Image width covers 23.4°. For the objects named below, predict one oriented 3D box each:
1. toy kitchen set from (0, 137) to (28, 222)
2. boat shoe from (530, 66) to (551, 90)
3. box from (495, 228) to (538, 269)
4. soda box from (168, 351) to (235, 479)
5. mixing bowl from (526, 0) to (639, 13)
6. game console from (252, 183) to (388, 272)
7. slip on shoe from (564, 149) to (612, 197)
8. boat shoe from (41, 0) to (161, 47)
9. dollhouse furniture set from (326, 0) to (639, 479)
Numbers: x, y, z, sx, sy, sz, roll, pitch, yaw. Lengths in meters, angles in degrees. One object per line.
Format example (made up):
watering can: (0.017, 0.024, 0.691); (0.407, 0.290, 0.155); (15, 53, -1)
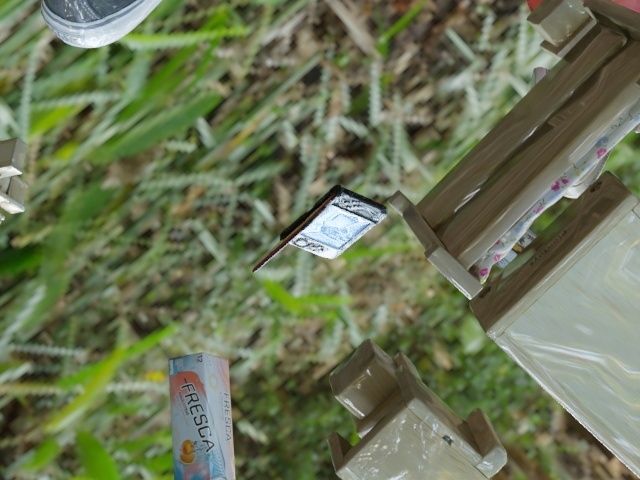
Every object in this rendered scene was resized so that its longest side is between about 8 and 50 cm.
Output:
toy kitchen set: (-0.313, -0.049, 1.551); (0.075, 0.068, 0.083); (-9, 150, 30)
boat shoe: (0.249, -0.127, 1.674); (0.040, 0.142, 0.049); (6, 154, -2)
box: (0.182, -0.014, 1.662); (0.027, 0.137, 0.094); (-53, 177, 24)
soda box: (-0.153, 0.239, 1.988); (0.058, 0.183, 0.063); (-14, 161, 28)
mixing bowl: (0.278, -0.273, 1.649); (0.098, 0.181, 0.181); (-26, 165, -8)
game console: (0.000, 0.000, 1.992); (0.144, 0.124, 0.085); (-40, -144, 47)
slip on shoe: (0.222, -0.101, 1.254); (0.135, 0.051, 0.041); (-66, 167, -6)
boat shoe: (-0.100, -0.218, 0.971); (0.228, 0.080, 0.076); (-50, 160, -30)
dollhouse furniture set: (0.147, 0.026, 0.964); (0.303, 0.174, 0.355); (-45, -163, 7)
